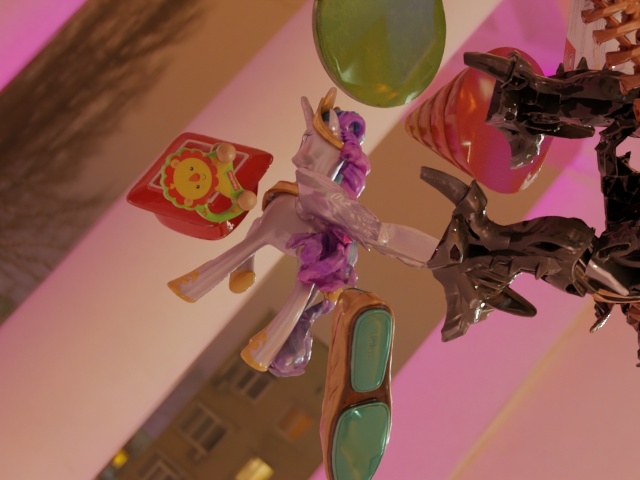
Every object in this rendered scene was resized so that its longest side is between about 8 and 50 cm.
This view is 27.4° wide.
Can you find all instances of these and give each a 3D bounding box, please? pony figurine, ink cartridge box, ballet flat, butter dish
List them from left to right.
[{"bbox_3d":[-0.155,-0.054,1.792,0.160,0.160,0.118,15,-40,26],"label":"butter dish"},{"bbox_3d":[0.000,0.000,1.776,0.351,0.363,0.303,39,7,40],"label":"pony figurine"},{"bbox_3d":[0.037,0.158,1.407,0.073,0.080,0.232,39,-54,57],"label":"ballet flat"},{"bbox_3d":[0.388,-0.245,1.580,0.127,0.128,0.176,9,-2,-14],"label":"ink cartridge box"}]

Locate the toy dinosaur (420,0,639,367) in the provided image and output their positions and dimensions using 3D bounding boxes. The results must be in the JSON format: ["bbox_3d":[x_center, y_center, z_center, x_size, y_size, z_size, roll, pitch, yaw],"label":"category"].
[{"bbox_3d":[0.182,-0.027,0.690,0.218,0.164,0.322,10,-46,29],"label":"toy dinosaur"}]

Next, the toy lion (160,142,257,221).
[{"bbox_3d":[-0.135,-0.065,1.533,0.100,0.096,0.034,66,-15,-16],"label":"toy lion"}]

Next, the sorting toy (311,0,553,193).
[{"bbox_3d":[0.032,-0.156,1.062,0.365,0.127,0.126,32,-17,-34],"label":"sorting toy"}]
